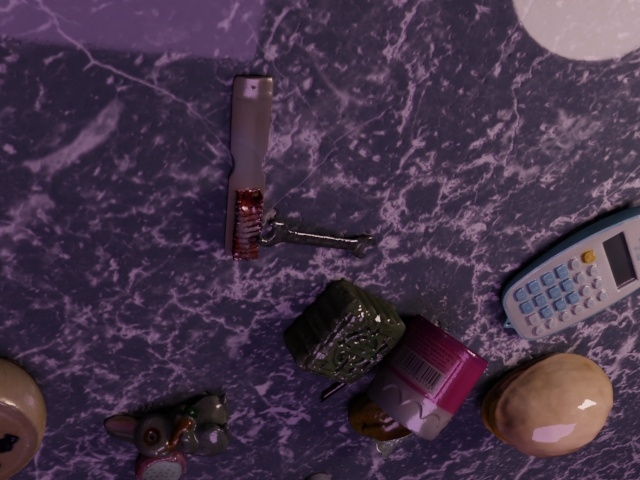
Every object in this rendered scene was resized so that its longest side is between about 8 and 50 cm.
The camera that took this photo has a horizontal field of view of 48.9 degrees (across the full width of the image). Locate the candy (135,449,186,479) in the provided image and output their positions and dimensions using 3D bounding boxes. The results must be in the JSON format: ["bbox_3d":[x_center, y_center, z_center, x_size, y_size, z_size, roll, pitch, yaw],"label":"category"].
[{"bbox_3d":[-0.326,0.461,1.435,0.103,0.043,0.103,-12,127,-16],"label":"candy"}]

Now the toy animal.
[{"bbox_3d":[-0.283,0.373,1.342,0.236,0.108,0.138,-14,130,-12],"label":"toy animal"}]

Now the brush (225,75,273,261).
[{"bbox_3d":[-0.111,-0.099,1.096,0.060,0.050,0.321,-3,126,-16],"label":"brush"}]

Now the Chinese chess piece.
[{"bbox_3d":[-0.590,0.303,1.162,0.257,0.104,0.257,-11,129,-14],"label":"Chinese chess piece"}]

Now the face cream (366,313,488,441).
[{"bbox_3d":[0.209,0.271,1.401,0.175,0.175,0.195,36,90,-38],"label":"face cream"}]

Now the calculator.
[{"bbox_3d":[0.559,0.082,1.513,0.386,0.054,0.256,-33,131,5],"label":"calculator"}]

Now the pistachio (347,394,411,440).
[{"bbox_3d":[0.156,0.369,1.530,0.189,0.100,0.110,-9,132,-15],"label":"pistachio"}]

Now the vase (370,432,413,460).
[{"bbox_3d":[0.188,0.429,1.610,0.149,0.081,0.081,-32,131,-3],"label":"vase"}]

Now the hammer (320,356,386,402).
[{"bbox_3d":[0.065,0.285,1.483,0.178,0.021,0.065,-37,130,10],"label":"hammer"}]

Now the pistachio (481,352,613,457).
[{"bbox_3d":[0.536,0.386,1.644,0.309,0.230,0.230,-13,130,-7],"label":"pistachio"}]

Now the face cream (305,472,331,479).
[{"bbox_3d":[0.023,0.630,1.608,0.084,0.198,0.057,16,118,-30],"label":"face cream"}]

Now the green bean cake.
[{"bbox_3d":[0.052,0.185,1.357,0.185,0.094,0.183,28,110,-42],"label":"green bean cake"}]

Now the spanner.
[{"bbox_3d":[0.000,0.000,1.208,0.255,0.015,0.054,8,116,-40],"label":"spanner"}]
